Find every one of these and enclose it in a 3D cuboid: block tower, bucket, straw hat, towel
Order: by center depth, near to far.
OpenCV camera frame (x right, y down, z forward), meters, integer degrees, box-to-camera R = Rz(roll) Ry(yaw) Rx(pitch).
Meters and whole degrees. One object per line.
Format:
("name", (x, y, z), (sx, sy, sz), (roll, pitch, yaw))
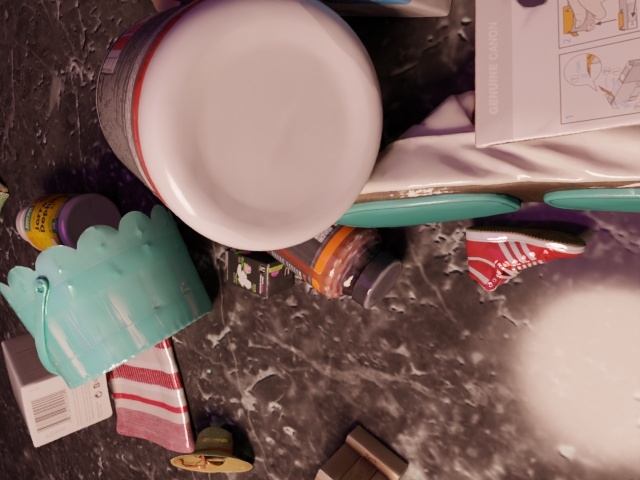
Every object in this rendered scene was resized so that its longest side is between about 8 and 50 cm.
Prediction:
("block tower", (0.013, 0.433, 0.757), (0.091, 0.097, 0.335), (33, 119, 24))
("bucket", (-0.315, 0.086, 0.793), (0.281, 0.281, 0.183), (-27, 92, 39))
("straw hat", (-0.188, 0.363, 0.902), (0.145, 0.145, 0.061), (-32, 41, 38))
("towel", (-0.364, 0.252, 1.020), (0.237, 0.037, 0.328), (-5, 100, 37))

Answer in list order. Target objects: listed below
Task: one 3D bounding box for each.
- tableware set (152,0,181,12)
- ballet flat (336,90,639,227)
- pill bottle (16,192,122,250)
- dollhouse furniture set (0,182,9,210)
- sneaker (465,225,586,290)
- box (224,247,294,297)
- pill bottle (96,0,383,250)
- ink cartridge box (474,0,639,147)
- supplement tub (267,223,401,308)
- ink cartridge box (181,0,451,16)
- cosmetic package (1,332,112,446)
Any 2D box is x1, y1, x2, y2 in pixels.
("tableware set", (-0.234, -0.413, 0.734), (0.169, 0.020, 0.141), (43, 127, 17))
("ballet flat", (0.186, -0.083, 0.468), (0.401, 0.139, 0.139), (-2, 103, 33))
("pill bottle", (-0.483, -0.031, 0.971), (0.209, 0.118, 0.117), (4, 106, 36))
("dollhouse furniture set", (-0.912, -0.147, 1.233), (0.301, 0.151, 0.197), (50, 126, 14))
("sneaker", (0.205, 0.022, 0.523), (0.119, 0.042, 0.066), (8, 105, 43))
("box", (-0.086, 0.040, 0.732), (0.083, 0.062, 0.052), (17, 112, 33))
("pill bottle", (-0.117, -0.138, 0.544), (0.363, 0.210, 0.210), (31, 123, 55))
("ink cartridge box", (0.243, -0.212, 0.346), (0.261, 0.066, 0.296), (-3, 80, 36))
("supplement tub", (0.000, 0.000, 0.629), (0.198, 0.106, 0.106), (36, 122, 23))
("ink cartridge box", (-0.026, -0.329, 0.490), (0.270, 0.198, 0.197), (16, 113, 32))
("cosmetic package", (-0.544, 0.286, 1.061), (0.184, 0.152, 0.151), (30, 125, 43))
